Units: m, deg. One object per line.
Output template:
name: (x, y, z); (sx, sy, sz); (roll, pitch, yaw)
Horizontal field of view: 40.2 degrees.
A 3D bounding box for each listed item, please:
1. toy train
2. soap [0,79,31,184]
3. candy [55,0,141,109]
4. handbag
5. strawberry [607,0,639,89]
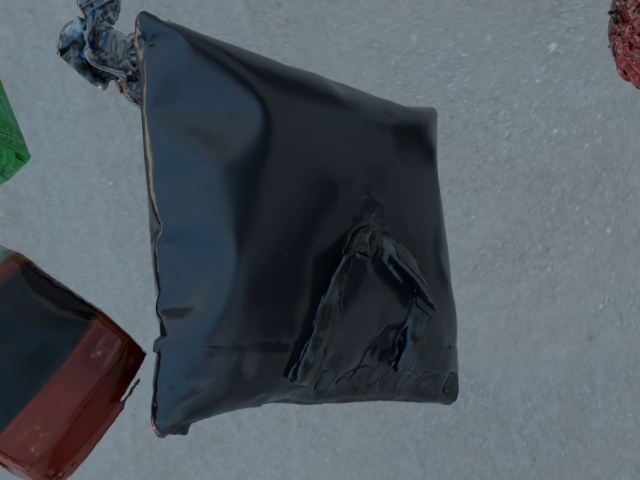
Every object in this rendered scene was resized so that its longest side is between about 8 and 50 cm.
toy train: (-0.266, 0.016, 0.497); (0.409, 0.086, 0.089); (17, 151, 37)
soap: (-0.470, -0.182, 1.050); (0.218, 0.098, 0.273); (-27, 83, 22)
candy: (-0.130, -0.140, 0.692); (0.051, 0.226, 0.094); (24, 84, 18)
handbag: (0.000, 0.000, 0.510); (0.089, 0.254, 0.211); (-11, 77, 41)
strawberry: (0.268, -0.177, 0.656); (0.086, 0.145, 0.145); (32, 114, 24)
